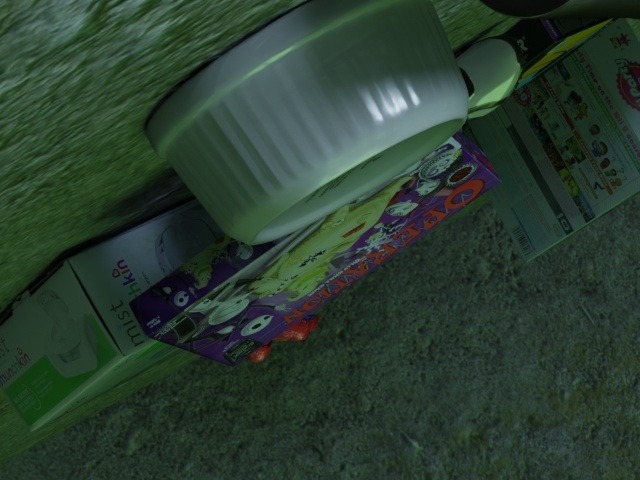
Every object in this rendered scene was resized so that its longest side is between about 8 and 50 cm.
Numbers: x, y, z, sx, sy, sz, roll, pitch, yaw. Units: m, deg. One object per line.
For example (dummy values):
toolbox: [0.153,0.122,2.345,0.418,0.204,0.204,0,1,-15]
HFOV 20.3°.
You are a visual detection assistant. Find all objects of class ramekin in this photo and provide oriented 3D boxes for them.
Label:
ramekin: [0.001,-0.102,1.490,0.273,0.127,0.273,-30,175,-3]

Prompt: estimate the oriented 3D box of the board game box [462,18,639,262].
board game box: [0.324,-0.134,2.327,0.097,0.224,0.303,-25,173,-33]

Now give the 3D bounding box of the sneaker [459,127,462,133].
sneaker: [0.099,-0.058,2.367,0.262,0.121,0.099,-29,173,-12]

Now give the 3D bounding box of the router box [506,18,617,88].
router box: [0.247,-0.222,2.073,0.133,0.046,0.179,-25,172,-40]

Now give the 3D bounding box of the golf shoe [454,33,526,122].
golf shoe: [0.134,-0.155,1.945,0.198,0.077,0.094,-34,173,24]

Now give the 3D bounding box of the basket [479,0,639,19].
basket: [0.206,-0.235,1.295,0.204,0.154,0.227,-36,168,38]

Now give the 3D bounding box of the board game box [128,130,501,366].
board game box: [0.000,0.000,1.758,0.347,0.056,0.208,-35,162,12]

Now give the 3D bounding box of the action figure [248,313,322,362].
action figure: [-0.005,0.014,2.035,0.280,0.091,0.139,-59,180,5]

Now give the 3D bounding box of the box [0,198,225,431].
box: [-0.211,0.073,1.953,0.231,0.127,0.262,-28,174,-39]
